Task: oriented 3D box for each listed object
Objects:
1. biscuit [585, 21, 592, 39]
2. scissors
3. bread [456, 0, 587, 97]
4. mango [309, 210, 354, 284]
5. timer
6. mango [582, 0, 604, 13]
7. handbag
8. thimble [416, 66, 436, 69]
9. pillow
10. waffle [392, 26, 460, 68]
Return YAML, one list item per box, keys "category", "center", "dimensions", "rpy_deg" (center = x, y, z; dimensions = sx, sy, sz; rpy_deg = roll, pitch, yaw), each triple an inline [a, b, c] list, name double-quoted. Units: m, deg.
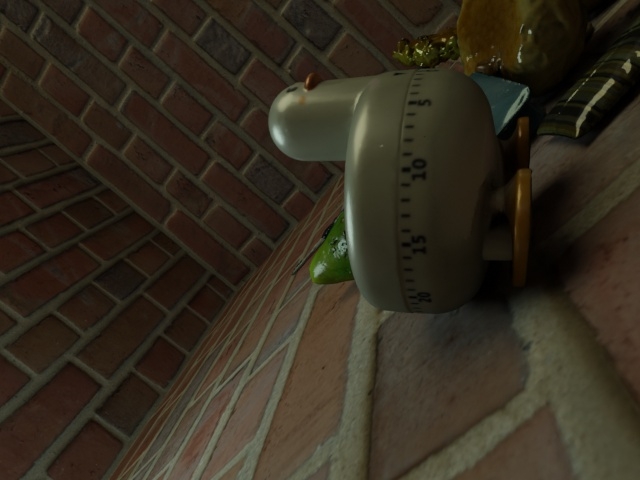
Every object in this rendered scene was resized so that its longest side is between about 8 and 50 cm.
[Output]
- category: "biscuit"
  center: [0.397, -0.311, 0.853]
  dimensions: [0.120, 0.015, 0.120]
  rpy_deg: [-49, 7, 8]
- category: "scissors"
  center: [0.000, 0.000, 1.686]
  dimensions: [0.300, 0.022, 0.109]
  rpy_deg: [-49, 3, 7]
- category: "bread"
  center: [0.307, -0.322, 0.775]
  dimensions: [0.134, 0.245, 0.244]
  rpy_deg: [-9, -1, -12]
- category: "mango"
  center: [0.064, 0.004, 0.876]
  dimensions: [0.233, 0.111, 0.125]
  rpy_deg: [-45, 0, 28]
- category: "timer"
  center: [0.075, -0.048, 0.501]
  dimensions: [0.239, 0.234, 0.233]
  rpy_deg: [2, 31, 20]
- category: "mango"
  center: [0.459, -0.446, 0.884]
  dimensions: [0.137, 0.098, 0.195]
  rpy_deg: [-50, -7, -9]
- category: "handbag"
  center: [0.196, -0.137, 0.743]
  dimensions: [0.221, 0.057, 0.144]
  rpy_deg: [-49, 41, 11]
- category: "thimble"
  center: [0.212, -0.279, 1.215]
  dimensions: [0.250, 0.172, 0.205]
  rpy_deg: [-44, 10, 26]
- category: "pillow"
  center: [0.327, -0.193, 0.561]
  dimensions: [0.203, 0.038, 0.113]
  rpy_deg: [-49, 7, 11]
- category: "waffle"
  center: [0.323, -0.436, 1.111]
  dimensions: [0.302, 0.068, 0.325]
  rpy_deg: [-24, 23, -23]
